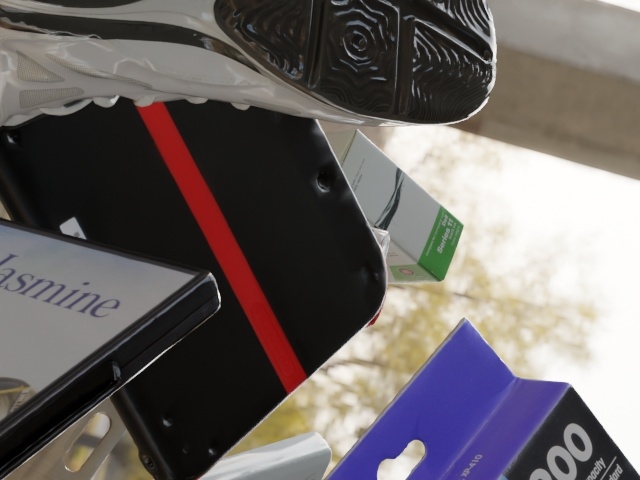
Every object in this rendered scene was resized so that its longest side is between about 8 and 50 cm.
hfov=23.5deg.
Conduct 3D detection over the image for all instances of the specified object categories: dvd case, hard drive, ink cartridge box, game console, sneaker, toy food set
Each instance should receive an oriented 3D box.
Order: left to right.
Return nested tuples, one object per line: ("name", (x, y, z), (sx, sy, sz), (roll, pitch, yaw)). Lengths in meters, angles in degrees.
("dvd case", (-0.186, 0.062, 0.630), (0.253, 0.180, 0.022), (-38, 129, -43))
("toy food set", (-0.324, 0.232, 1.752), (0.306, 0.092, 0.220), (-6, -138, 53))
("hard drive", (-0.142, 0.299, 1.486), (0.040, 0.307, 0.203), (46, -52, 32))
("sneaker", (-0.107, -0.163, 1.128), (0.257, 0.447, 0.169), (-24, -123, 59))
("game console", (-0.112, -0.030, 1.326), (0.060, 0.387, 0.342), (-14, -162, 47))
("ink cartridge box", (0.043, -0.037, 1.807), (0.153, 0.208, 0.087), (-2, -123, 48))
("ink cartridge box", (0.092, 0.175, 0.782), (0.206, 0.208, 0.045), (-46, -168, -33))

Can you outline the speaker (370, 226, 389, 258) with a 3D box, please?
("speaker", (0.000, 0.000, 1.601), (0.055, 0.136, 0.055), (15, 90, -78))
